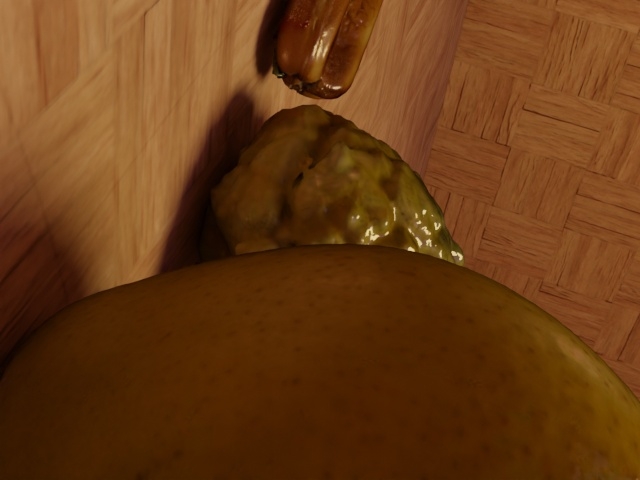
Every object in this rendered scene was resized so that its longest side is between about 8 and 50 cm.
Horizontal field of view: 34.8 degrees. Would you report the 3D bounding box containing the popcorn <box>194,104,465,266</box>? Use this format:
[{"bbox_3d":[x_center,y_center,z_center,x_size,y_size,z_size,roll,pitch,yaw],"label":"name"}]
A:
[{"bbox_3d":[-0.002,0.008,0.894,0.225,0.249,0.249,-44,176,13],"label":"popcorn"}]

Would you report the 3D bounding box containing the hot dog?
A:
[{"bbox_3d":[0.018,-0.240,0.922,0.104,0.076,0.250,51,52,-56],"label":"hot dog"}]

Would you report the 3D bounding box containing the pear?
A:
[{"bbox_3d":[0.005,0.175,0.574,0.362,0.418,0.363,14,90,-84],"label":"pear"}]
